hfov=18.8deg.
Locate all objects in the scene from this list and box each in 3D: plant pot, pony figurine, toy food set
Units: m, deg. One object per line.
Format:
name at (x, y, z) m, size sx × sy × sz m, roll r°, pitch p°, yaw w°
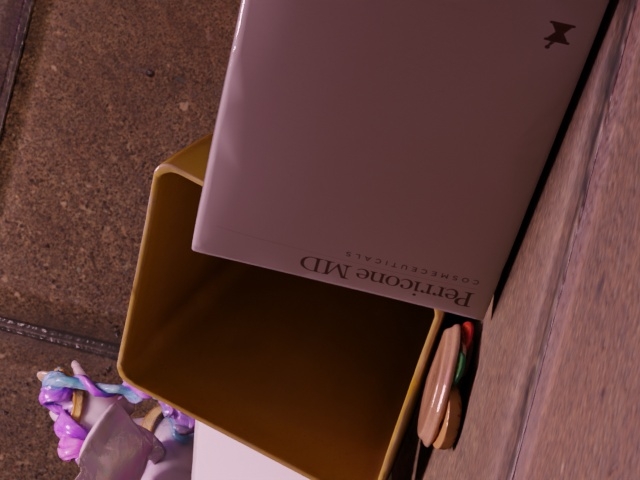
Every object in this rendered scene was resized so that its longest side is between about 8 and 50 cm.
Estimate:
plant pot at (0.006, 0.019, 1.366) m, size 0.187 × 0.212 × 0.212 m, roll -50°, pitch -18°, yaw -46°
pony figurine at (-0.178, 0.287, 2.191) m, size 0.351 × 0.363 × 0.303 m, roll -78°, pitch 4°, yaw -51°
toy food set at (0.080, 0.091, 1.219) m, size 0.083 × 0.020 × 0.082 m, roll 118°, pitch 167°, yaw -84°

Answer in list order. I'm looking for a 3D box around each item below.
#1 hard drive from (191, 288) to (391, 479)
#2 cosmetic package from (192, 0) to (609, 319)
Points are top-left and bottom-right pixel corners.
hard drive at (-0.024, 0.138, 1.504) m, size 0.203 × 0.040 × 0.307 m, roll -30°, pitch 45°, yaw 38°
cosmetic package at (0.055, -0.142, 1.092) m, size 0.365 × 0.197 × 0.155 m, roll 104°, pitch 178°, yaw -45°
